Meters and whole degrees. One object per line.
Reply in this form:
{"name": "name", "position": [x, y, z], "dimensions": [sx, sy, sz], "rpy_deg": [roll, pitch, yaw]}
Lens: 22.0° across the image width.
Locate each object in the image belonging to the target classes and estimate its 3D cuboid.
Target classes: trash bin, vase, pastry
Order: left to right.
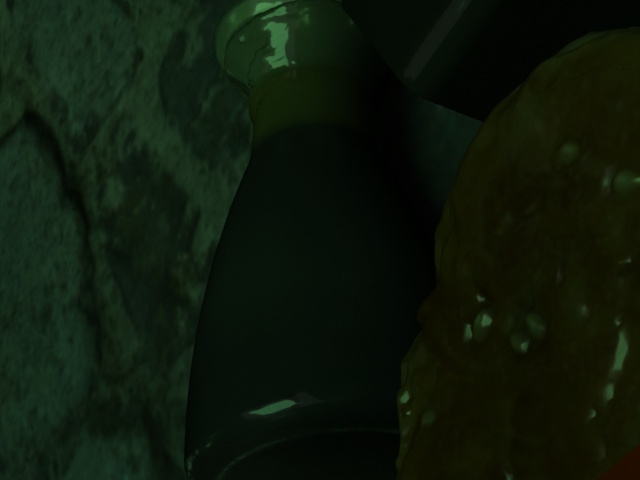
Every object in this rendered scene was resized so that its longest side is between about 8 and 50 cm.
{"name": "vase", "position": [0.000, 0.000, 0.995], "dimensions": [0.173, 0.173, 0.321], "rpy_deg": [-32, 50, 37]}
{"name": "trash bin", "position": [0.142, -0.182, 0.896], "dimensions": [0.240, 0.164, 0.122], "rpy_deg": [-54, 43, 20]}
{"name": "pastry", "position": [0.169, 0.066, 0.757], "dimensions": [0.284, 0.184, 0.315], "rpy_deg": [13, 94, 57]}

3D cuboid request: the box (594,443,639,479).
{"name": "box", "position": [0.178, 0.267, 0.520], "dimensions": [0.318, 0.349, 0.257], "rpy_deg": [-43, 36, 28]}
